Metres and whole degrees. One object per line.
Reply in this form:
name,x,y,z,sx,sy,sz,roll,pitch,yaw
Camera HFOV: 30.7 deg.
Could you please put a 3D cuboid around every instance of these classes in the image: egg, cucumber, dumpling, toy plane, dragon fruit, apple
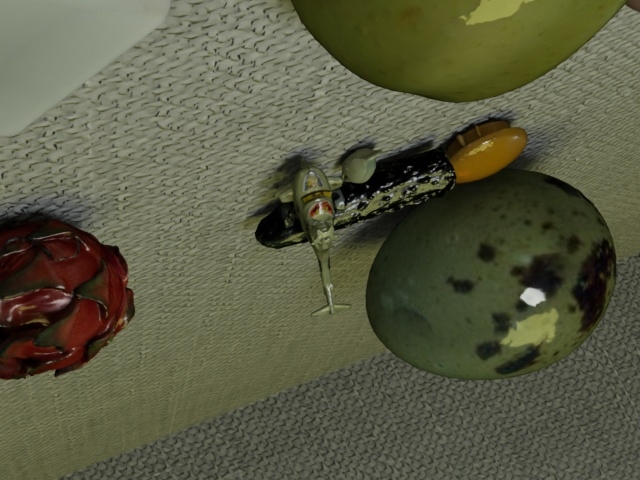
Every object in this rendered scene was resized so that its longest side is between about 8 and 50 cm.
egg,0.281,0.064,1.951,0.428,0.345,0.345,-27,164,20
cucumber,0.047,-0.059,1.703,0.303,0.072,0.081,-18,-154,-2
dumpling,0.060,-0.108,1.627,0.059,0.043,0.077,-34,155,-32
toy plane,0.000,0.000,1.621,0.092,0.108,0.286,-15,143,-7
dragon fruit,-0.335,0.070,1.361,0.192,0.193,0.274,0,177,29
apple,0.164,-0.296,1.086,0.360,0.312,0.320,-37,-155,41

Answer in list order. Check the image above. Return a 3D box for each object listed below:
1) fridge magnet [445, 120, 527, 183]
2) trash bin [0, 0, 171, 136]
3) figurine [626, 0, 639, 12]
fridge magnet,0.247,-0.134,1.768,0.143,0.063,0.143,-23,162,-8
trash bin,-0.250,-0.180,0.608,0.296,0.256,0.368,-33,168,24
figurine,0.375,-0.315,1.294,0.138,0.125,0.125,-15,170,28
